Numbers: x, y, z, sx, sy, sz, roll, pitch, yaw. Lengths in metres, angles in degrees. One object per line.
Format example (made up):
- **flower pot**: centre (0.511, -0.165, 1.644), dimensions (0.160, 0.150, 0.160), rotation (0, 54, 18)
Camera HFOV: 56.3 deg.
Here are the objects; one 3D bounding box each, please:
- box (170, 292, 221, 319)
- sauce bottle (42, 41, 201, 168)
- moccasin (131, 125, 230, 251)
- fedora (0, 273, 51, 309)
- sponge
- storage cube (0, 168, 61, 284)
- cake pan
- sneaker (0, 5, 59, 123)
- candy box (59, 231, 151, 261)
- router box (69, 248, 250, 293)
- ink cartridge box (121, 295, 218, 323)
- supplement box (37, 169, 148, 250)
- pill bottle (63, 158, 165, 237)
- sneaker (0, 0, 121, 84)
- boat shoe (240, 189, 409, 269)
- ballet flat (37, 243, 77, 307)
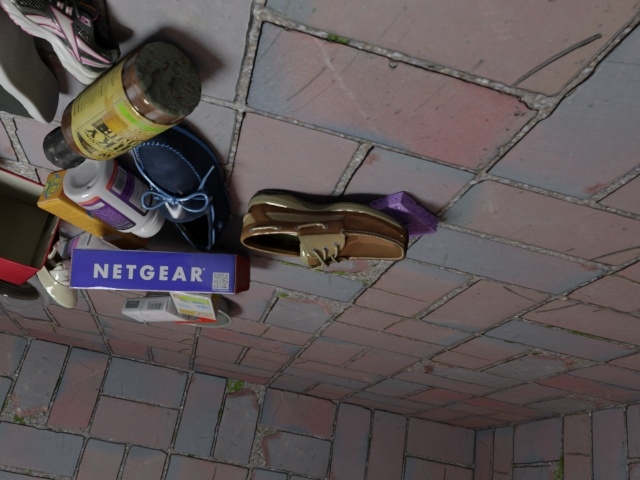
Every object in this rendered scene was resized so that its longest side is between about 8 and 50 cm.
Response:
- **box**: centre (-0.330, 0.131, 1.619), dimensions (0.114, 0.103, 0.203), rotation (11, 156, -1)
- **sauce bottle**: centre (-0.316, -0.184, 0.904), dimensions (0.111, 0.112, 0.344), rotation (29, 151, -37)
- **moccasin**: centre (-0.235, -0.082, 1.088), dimensions (0.137, 0.117, 0.342), rotation (3, 156, 16)
- **fedora**: centre (-0.867, 0.075, 1.680), dimensions (0.243, 0.124, 0.275), rotation (1, 146, 14)
- **sponge**: centre (0.111, -0.033, 1.167), dimensions (0.117, 0.031, 0.210), rotation (30, 150, -36)
- **storage cube**: centre (-0.695, -0.028, 1.310), dimensions (0.215, 0.184, 0.193), rotation (25, 153, -31)
- **cake pan**: centre (-0.416, 0.204, 1.878), dimensions (0.293, 0.054, 0.293), rotation (9, 156, 4)
- **sneaker**: centre (-0.464, -0.249, 0.801), dimensions (0.146, 0.105, 0.296), rotation (9, 165, -8)
- **candy box**: centre (-0.568, 0.046, 1.564), dimensions (0.164, 0.070, 0.196), rotation (29, 150, -36)
- **router box**: centre (-0.338, 0.069, 1.339), dimensions (0.335, 0.082, 0.301), rotation (2, 177, -1)
- **ink cartridge box**: centre (-0.458, 0.236, 1.835), dimensions (0.189, 0.066, 0.232), rotation (-6, 148, 31)
- **supplement box**: centre (-0.476, -0.060, 1.284), dimensions (0.080, 0.078, 0.233), rotation (-8, 151, 35)
- **pill bottle**: centre (-0.390, -0.082, 1.162), dimensions (0.108, 0.108, 0.193), rotation (-2, 153, 25)
- **sneaker**: centre (-0.324, -0.286, 0.755), dimensions (0.077, 0.072, 0.178), rotation (-23, 144, 14)
- **boat shoe**: centre (0.000, 0.000, 1.120), dimensions (0.323, 0.120, 0.123), rotation (10, 146, 19)
- **ballet flat**: centre (-0.671, 0.052, 1.490), dimensions (0.248, 0.086, 0.086), rotation (57, 144, -5)
